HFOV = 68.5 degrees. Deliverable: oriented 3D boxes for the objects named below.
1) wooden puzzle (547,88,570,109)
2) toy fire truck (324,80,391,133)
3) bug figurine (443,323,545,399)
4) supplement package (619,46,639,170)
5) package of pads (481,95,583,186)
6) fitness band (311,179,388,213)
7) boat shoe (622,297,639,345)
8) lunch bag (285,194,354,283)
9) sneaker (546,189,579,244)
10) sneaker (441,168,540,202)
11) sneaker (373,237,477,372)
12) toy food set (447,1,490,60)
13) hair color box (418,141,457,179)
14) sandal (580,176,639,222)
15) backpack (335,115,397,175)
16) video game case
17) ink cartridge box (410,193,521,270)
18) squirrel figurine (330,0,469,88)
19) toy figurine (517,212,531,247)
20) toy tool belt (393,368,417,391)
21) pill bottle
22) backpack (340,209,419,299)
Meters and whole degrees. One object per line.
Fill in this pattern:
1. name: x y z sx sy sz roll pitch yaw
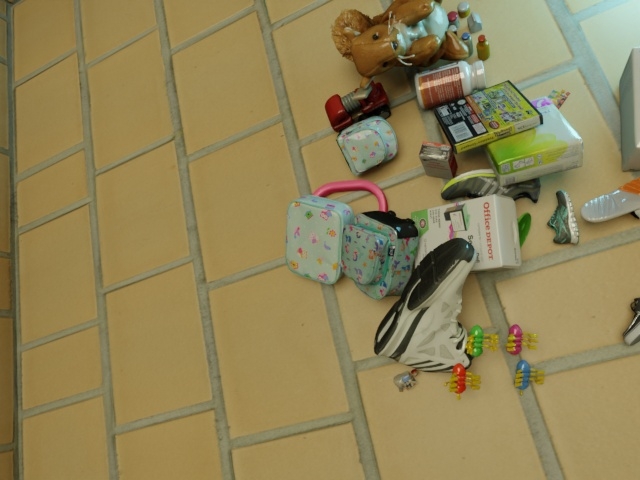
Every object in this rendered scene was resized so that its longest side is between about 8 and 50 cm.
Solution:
1. wooden puzzle: 0.737 -0.442 1.471 0.049 0.006 0.083 37 93 25
2. toy fire truck: 0.115 -0.465 1.597 0.217 0.246 0.159 -24 69 15
3. bug figurine: 0.471 0.329 1.277 0.278 0.072 0.216 0 106 -10
4. supplement package: 0.932 -0.356 1.275 0.175 0.177 0.293 1 78 22
5. package of pads: 0.598 -0.292 1.363 0.229 0.101 0.297 -14 39 14
6. fitness band: 0.088 -0.106 1.628 0.290 0.054 0.209 -2 76 21
7. boat shoe: 0.865 0.172 1.234 0.228 0.080 0.076 -51 47 7
8. lunch bag: 0.000 0.000 1.556 0.224 0.108 0.279 13 116 22
9. sneaker: 0.697 -0.066 1.366 0.076 0.065 0.167 -11 72 24
10. sneaker: 0.521 -0.153 1.436 0.299 0.111 0.121 -9 78 22
11. sneaker: 0.360 0.204 1.326 0.257 0.169 0.448 25 123 -6
12. toy food set: 0.489 -0.718 1.585 0.111 0.104 0.232 -17 71 18
13. hair color box: 0.374 -0.250 1.483 0.093 0.167 0.053 15 83 24
14. sandal: 0.849 -0.099 1.302 0.265 0.076 0.102 -19 47 5
15. backpack: 0.165 -0.326 1.589 0.188 0.144 0.166 -26 105 4
16. video game case: 0.491 -0.377 1.415 0.248 0.035 0.275 -18 37 12
17. ink cartridge box: 0.413 -0.006 1.359 0.278 0.117 0.202 -12 78 46
18. squirrel figurine: 0.211 -0.643 1.529 0.370 0.281 0.397 -40 34 -25
19. toy figurine: 0.522 -0.025 1.418 0.159 0.130 0.173 26 112 39
20. toy tool belt: 0.267 0.428 1.432 0.083 0.052 0.051 -28 99 17
21. pill bottle: 0.428 -0.518 1.552 0.216 0.121 0.121 -9 74 20
22. backpack: 0.177 0.054 1.443 0.225 0.191 0.254 31 127 53
